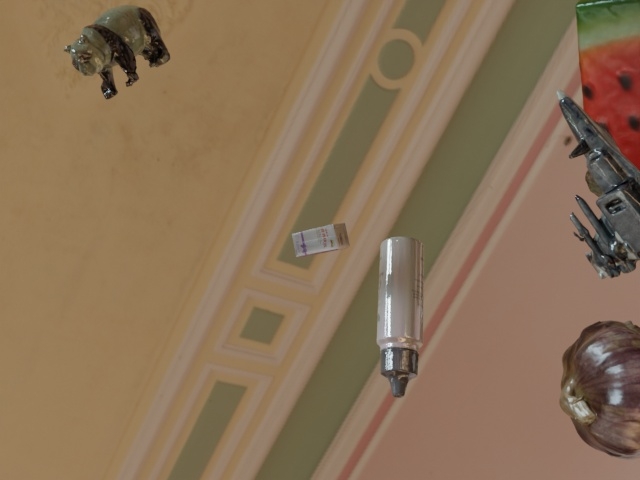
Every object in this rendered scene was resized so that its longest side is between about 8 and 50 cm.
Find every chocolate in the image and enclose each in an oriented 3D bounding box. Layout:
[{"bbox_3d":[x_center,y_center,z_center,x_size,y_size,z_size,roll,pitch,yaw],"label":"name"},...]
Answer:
[{"bbox_3d":[0.596,-0.261,1.048,0.161,0.360,0.341,-33,-60,-31],"label":"chocolate"}]

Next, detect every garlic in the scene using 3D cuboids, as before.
[{"bbox_3d":[0.492,0.259,1.143,0.161,0.245,0.245,-3,-63,2],"label":"garlic"}]

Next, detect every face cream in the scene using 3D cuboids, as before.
[{"bbox_3d":[0.156,0.148,1.282,0.092,0.311,0.092,3,-25,1],"label":"face cream"}]

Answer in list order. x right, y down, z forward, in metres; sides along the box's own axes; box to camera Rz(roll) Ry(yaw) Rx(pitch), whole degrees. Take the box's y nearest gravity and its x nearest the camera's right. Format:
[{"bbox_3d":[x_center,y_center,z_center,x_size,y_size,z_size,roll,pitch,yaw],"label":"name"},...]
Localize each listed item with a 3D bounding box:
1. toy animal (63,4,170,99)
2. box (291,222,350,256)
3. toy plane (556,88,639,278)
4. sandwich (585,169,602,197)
[{"bbox_3d":[-0.337,-0.320,1.102,0.094,0.225,0.121,-17,-63,35],"label":"toy animal"},{"bbox_3d":[0.000,0.000,1.243,0.036,0.117,0.050,-11,-90,-45],"label":"box"},{"bbox_3d":[0.270,-0.028,0.570,0.234,0.160,0.082,46,-122,-2],"label":"toy plane"},{"bbox_3d":[0.716,-0.119,1.391,0.099,0.301,0.271,-52,-23,-12],"label":"sandwich"}]
